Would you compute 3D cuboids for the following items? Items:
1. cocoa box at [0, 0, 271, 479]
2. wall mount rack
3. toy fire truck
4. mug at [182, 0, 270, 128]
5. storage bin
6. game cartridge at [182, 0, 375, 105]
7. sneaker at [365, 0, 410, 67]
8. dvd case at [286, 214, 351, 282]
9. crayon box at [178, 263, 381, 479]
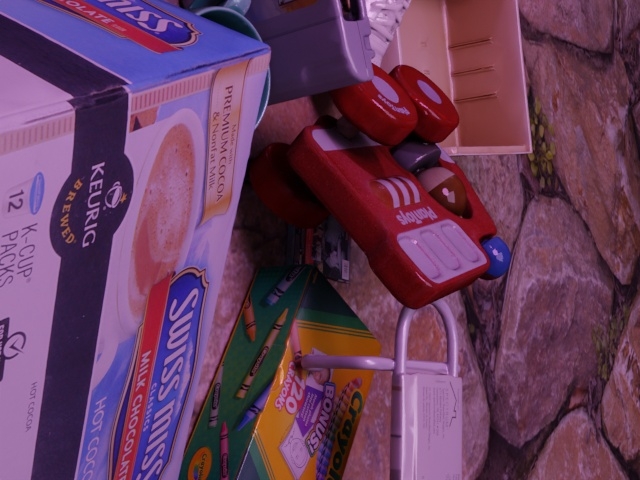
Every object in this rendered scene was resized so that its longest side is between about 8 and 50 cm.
[{"bbox_3d":[-0.209,0.023,0.594,0.228,0.231,0.347,-30,141,-54],"label":"cocoa box"},{"bbox_3d":[0.095,0.234,1.087,0.304,0.130,0.350,13,76,-52],"label":"wall mount rack"},{"bbox_3d":[0.090,-0.047,1.098,0.254,0.169,0.302,52,26,14],"label":"toy fire truck"},{"bbox_3d":[-0.118,-0.160,0.964,0.158,0.097,0.129,-47,127,-36],"label":"mug"},{"bbox_3d":[0.172,-0.242,1.389,0.260,0.123,0.262,-9,94,-56],"label":"storage bin"},{"bbox_3d":[-0.059,-0.282,0.987,0.062,0.198,0.297,-20,99,-53],"label":"game cartridge"},{"bbox_3d":[0.063,-0.306,1.212,0.114,0.152,0.305,17,74,-56],"label":"sneaker"},{"bbox_3d":[0.000,0.000,1.207,0.119,0.013,0.087,16,73,-53],"label":"dvd case"},{"bbox_3d":[-0.038,0.185,1.068,0.165,0.081,0.279,51,47,-41],"label":"crayon box"}]
